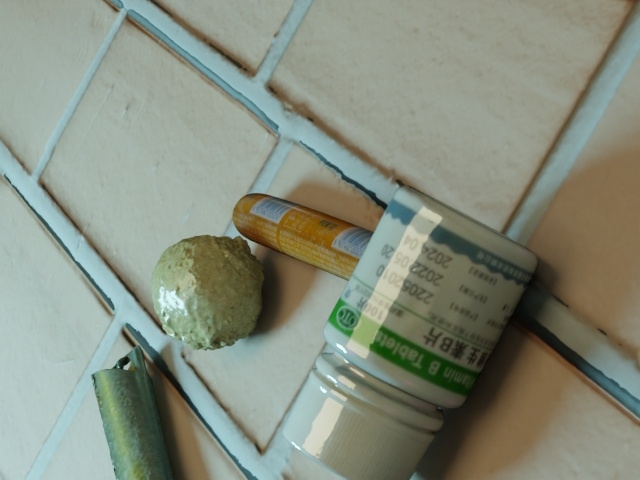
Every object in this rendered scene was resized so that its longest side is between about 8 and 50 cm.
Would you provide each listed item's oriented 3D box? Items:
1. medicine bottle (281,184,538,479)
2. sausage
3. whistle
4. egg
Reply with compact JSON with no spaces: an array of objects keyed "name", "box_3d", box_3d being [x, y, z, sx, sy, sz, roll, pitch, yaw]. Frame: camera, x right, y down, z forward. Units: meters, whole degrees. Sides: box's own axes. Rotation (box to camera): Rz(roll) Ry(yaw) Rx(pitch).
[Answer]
[{"name":"medicine bottle","box_3d":[0.071,0.084,1.508,0.237,0.139,0.139,-61,31,2]},{"name":"sausage","box_3d":[0.000,0.000,1.757,0.348,0.053,0.053,21,86,59]},{"name":"whistle","box_3d":[-0.182,0.229,1.865,0.068,0.057,0.326,-40,37,15]},{"name":"egg","box_3d":[-0.114,0.050,1.845,0.140,0.118,0.116,48,152,48]}]
